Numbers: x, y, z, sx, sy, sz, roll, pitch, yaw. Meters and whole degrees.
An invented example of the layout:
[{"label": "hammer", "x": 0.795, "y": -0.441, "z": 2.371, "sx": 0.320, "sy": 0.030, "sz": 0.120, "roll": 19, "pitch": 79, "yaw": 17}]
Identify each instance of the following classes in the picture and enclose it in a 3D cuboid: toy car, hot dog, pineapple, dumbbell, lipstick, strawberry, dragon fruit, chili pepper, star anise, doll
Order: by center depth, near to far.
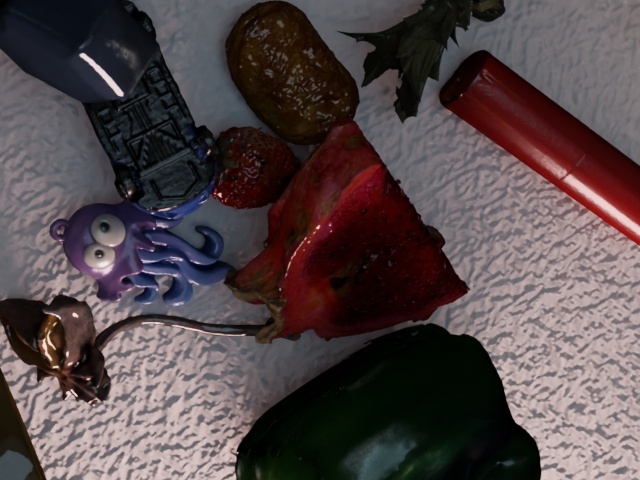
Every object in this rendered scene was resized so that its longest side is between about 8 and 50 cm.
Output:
[{"label": "dumbbell", "x": -0.167, "y": -0.281, "z": 1.651, "sx": 0.316, "sy": 0.144, "sz": 0.156, "roll": -62, "pitch": 144, "yaw": -12}, {"label": "toy car", "x": -0.172, "y": -0.120, "z": 1.736, "sx": 0.103, "sy": 0.063, "sz": 0.216, "roll": -28, "pitch": 91, "yaw": -11}, {"label": "dragon fruit", "x": 0.000, "y": 0.000, "z": 1.766, "sx": 0.211, "sy": 0.134, "sz": 0.262, "roll": -37, "pitch": 144, "yaw": -4}, {"label": "star anise", "x": -0.166, "y": 0.071, "z": 1.768, "sx": 0.218, "sy": 0.148, "sz": 0.227, "roll": 42, "pitch": 53, "yaw": 14}, {"label": "doll", "x": -0.163, "y": 0.010, "z": 1.771, "sx": 0.206, "sy": 0.067, "sz": 0.110, "roll": 13, "pitch": 92, "yaw": -31}, {"label": "strawberry", "x": -0.066, "y": -0.069, "z": 1.780, "sx": 0.096, "sy": 0.083, "sz": 0.083, "roll": 21, "pitch": 92, "yaw": -18}, {"label": "hot dog", "x": -0.029, "y": -0.160, "z": 1.785, "sx": 0.099, "sy": 0.065, "sz": 0.147, "roll": -42, "pitch": 96, "yaw": -7}, {"label": "chili pepper", "x": 0.071, "y": 0.212, "z": 1.793, "sx": 0.257, "sy": 0.233, "sz": 0.248, "roll": -39, "pitch": 123, "yaw": -15}, {"label": "pineapple", "x": 0.141, "y": -0.245, "z": 1.798, "sx": 0.277, "sy": 0.130, "sz": 0.119, "roll": -46, "pitch": 106, "yaw": -11}, {"label": "lipstick", "x": 0.245, "y": -0.090, "z": 1.875, "sx": 0.280, "sy": 0.073, "sz": 0.073, "roll": 34, "pitch": 87, "yaw": -18}]

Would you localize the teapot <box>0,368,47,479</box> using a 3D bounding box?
[{"label": "teapot", "x": -0.338, "y": 0.228, "z": 1.695, "sx": 0.175, "sy": 0.185, "sz": 0.267, "roll": -20, "pitch": 139, "yaw": -8}]
